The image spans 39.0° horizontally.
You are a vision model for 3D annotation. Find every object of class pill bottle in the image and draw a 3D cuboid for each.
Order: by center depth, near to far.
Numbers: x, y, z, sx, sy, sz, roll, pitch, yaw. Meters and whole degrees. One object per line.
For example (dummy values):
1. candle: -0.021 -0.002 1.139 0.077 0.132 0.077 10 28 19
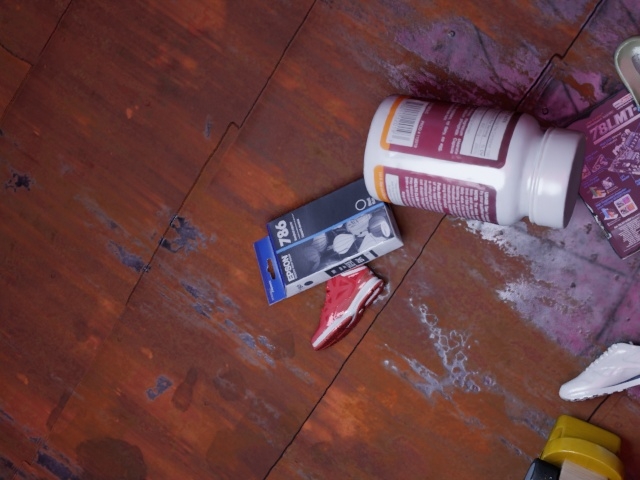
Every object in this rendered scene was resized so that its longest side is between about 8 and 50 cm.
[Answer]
1. pill bottle: 0.303 -0.153 1.773 0.392 0.224 0.224 13 99 22

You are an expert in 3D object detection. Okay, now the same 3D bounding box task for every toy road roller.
1. toy road roller: 0.509 0.517 1.858 0.202 0.241 0.330 23 138 11

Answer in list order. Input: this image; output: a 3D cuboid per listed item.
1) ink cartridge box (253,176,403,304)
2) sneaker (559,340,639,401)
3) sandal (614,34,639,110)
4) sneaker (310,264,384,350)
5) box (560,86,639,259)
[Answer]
1. ink cartridge box: 0.000 0.000 1.944 0.332 0.065 0.166 -26 63 16
2. sneaker: 0.597 0.264 1.850 0.235 0.090 0.095 -21 78 11
3. sandal: 0.654 -0.251 1.689 0.120 0.086 0.303 -43 82 27
4. sneaker: 0.032 0.130 1.986 0.221 0.087 0.128 -48 67 13
5. box: 0.646 -0.161 1.791 0.295 0.073 0.293 -33 86 15
